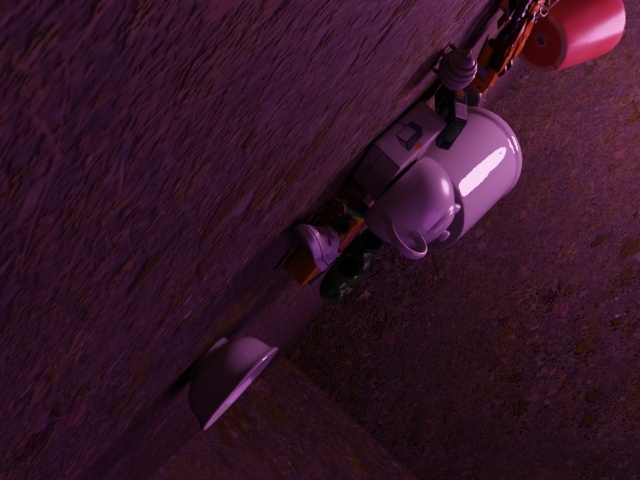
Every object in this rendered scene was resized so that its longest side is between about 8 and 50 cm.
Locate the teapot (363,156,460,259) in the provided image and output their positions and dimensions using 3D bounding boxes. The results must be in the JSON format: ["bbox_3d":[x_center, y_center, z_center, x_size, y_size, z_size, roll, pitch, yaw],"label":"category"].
[{"bbox_3d":[0.242,-0.068,1.745,0.256,0.187,0.252,-43,177,-8],"label":"teapot"}]

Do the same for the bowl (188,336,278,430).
[{"bbox_3d":[-0.261,0.358,1.908,0.298,0.134,0.298,-48,173,-8],"label":"bowl"}]

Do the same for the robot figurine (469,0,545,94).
[{"bbox_3d":[0.459,-0.508,1.724,0.211,0.085,0.291,-44,162,-42],"label":"robot figurine"}]

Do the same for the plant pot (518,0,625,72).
[{"bbox_3d":[0.739,-0.646,2.155,0.243,0.275,0.275,-32,166,-27],"label":"plant pot"}]

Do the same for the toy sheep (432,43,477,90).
[{"bbox_3d":[0.300,-0.379,1.550,0.091,0.091,0.132,-46,172,-18],"label":"toy sheep"}]

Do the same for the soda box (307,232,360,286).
[{"bbox_3d":[0.024,0.039,2.175,0.216,0.069,0.074,-46,172,-14],"label":"soda box"}]

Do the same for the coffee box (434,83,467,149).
[{"bbox_3d":[0.328,-0.334,1.777,0.113,0.040,0.184,119,-20,-53],"label":"coffee box"}]

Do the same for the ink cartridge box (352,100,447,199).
[{"bbox_3d":[0.192,-0.220,1.726,0.212,0.093,0.154,-41,172,-32],"label":"ink cartridge box"}]

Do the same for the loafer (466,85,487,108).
[{"bbox_3d":[0.507,-0.453,2.346,0.087,0.094,0.251,-42,171,-14],"label":"loafer"}]

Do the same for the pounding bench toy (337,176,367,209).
[{"bbox_3d":[0.073,-0.109,1.761,0.083,0.052,0.065,-44,172,-28],"label":"pounding bench toy"}]

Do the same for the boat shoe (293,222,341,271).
[{"bbox_3d":[0.000,0.000,1.644,0.084,0.095,0.258,-36,168,-2],"label":"boat shoe"}]

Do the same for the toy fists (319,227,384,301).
[{"bbox_3d":[0.093,0.079,2.107,0.279,0.096,0.142,-48,179,-44],"label":"toy fists"}]

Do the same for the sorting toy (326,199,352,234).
[{"bbox_3d":[0.041,-0.049,1.718,0.061,0.102,0.042,8,147,-27],"label":"sorting toy"}]

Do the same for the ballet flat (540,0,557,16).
[{"bbox_3d":[0.626,-0.688,1.909,0.080,0.073,0.232,-48,172,-10],"label":"ballet flat"}]

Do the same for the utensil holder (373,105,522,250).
[{"bbox_3d":[0.387,-0.187,2.143,0.385,0.327,0.327,-40,169,-43],"label":"utensil holder"}]

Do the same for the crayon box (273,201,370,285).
[{"bbox_3d":[0.016,0.001,1.886,0.202,0.081,0.318,-51,172,23],"label":"crayon box"}]
